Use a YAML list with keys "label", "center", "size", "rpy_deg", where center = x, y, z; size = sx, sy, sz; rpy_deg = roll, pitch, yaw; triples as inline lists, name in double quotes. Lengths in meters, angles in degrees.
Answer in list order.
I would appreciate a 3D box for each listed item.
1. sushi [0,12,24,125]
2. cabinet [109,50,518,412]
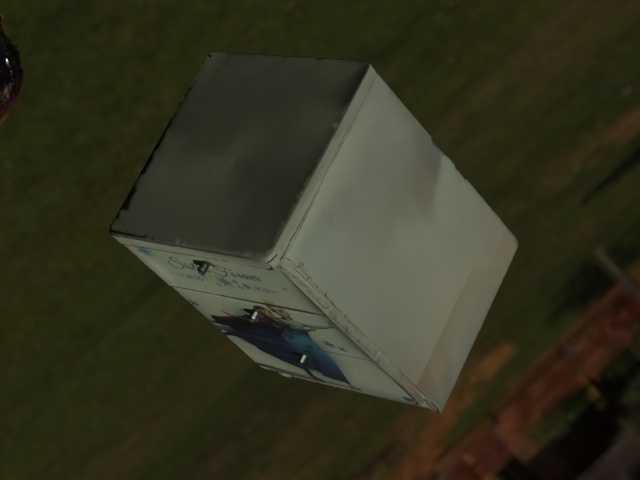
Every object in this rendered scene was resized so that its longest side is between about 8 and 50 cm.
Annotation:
- label: "sushi"
  center: [-0.369, -0.062, 1.388]
  size: [0.343, 0.196, 0.182]
  rpy_deg: [-47, 138, 0]
- label: "cabinet"
  center: [0.000, 0.000, 1.217]
  size: [0.206, 0.145, 0.150]
  rpy_deg: [46, 63, -42]
